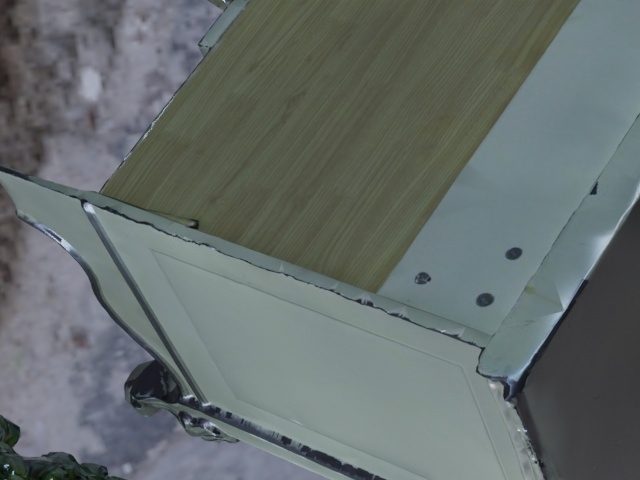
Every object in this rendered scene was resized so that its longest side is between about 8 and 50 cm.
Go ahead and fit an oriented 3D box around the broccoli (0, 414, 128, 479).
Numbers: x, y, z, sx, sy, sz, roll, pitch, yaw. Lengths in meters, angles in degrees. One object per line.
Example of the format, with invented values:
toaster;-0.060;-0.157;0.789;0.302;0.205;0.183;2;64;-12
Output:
broccoli;-0.217;0.259;0.997;0.272;0.324;0.334;106;168;-63

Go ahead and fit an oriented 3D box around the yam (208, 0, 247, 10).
yam;-0.023;-0.382;1.994;0.083;0.083;0.371;59;138;11

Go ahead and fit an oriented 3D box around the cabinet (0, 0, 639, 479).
cabinet;0.059;-0.021;0.911;0.318;0.290;0.227;19;152;33
